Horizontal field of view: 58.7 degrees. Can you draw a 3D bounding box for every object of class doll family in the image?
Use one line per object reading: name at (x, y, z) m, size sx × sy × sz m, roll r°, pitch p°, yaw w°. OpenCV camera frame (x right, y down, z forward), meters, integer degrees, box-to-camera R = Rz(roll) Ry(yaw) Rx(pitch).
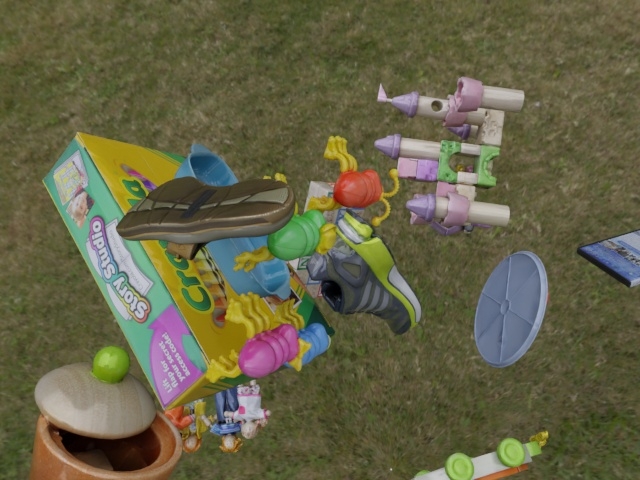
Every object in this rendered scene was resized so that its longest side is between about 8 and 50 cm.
doll family at (-0.236, 0.392, 1.274) m, size 0.262 × 0.118 × 0.163 m, roll -5°, pitch 75°, yaw -1°

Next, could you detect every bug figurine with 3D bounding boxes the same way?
bug figurine at (-0.013, 0.040, 0.571) m, size 0.072 × 0.216 × 0.279 m, roll 25°, pitch 109°, yaw 20°

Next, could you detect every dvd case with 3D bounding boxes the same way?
dvd case at (0.818, 0.035, 1.452) m, size 0.252 × 0.022 × 0.180 m, roll -15°, pitch 31°, yaw -15°

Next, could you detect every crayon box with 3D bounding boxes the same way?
crayon box at (-0.175, 0.031, 0.830) m, size 0.106 × 0.313 × 0.363 m, roll -42°, pitch 71°, yaw 19°

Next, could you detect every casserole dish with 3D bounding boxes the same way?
casserole dish at (-0.095, -0.013, 0.605) m, size 0.037 × 0.114 × 0.189 m, roll -31°, pitch 92°, yaw 14°

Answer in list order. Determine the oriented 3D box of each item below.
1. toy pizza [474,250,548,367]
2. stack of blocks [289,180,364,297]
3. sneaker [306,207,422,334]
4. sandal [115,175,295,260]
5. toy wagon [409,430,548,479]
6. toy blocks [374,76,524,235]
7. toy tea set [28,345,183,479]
toy pizza at (0.323, 0.116, 0.956) m, size 0.032 × 0.201 × 0.202 m, roll 18°, pitch 70°, yaw -11°
stack of blocks at (0.000, 0.000, 1.487) m, size 0.171 × 0.298 × 0.087 m, roll 0°, pitch 24°, yaw -35°
sneaker at (0.068, 0.073, 0.911) m, size 0.121 × 0.300 × 0.111 m, roll -37°, pitch 45°, yaw -1°
sandal at (-0.089, -0.012, 0.430) m, size 0.180 × 0.049 × 0.072 m, roll 2°, pitch 39°, yaw 36°
toy wagon at (0.355, 0.496, 1.248) m, size 0.344 × 0.267 × 0.068 m, roll -10°, pitch 63°, yaw -13°
toy blocks at (0.233, -0.163, 1.186) m, size 0.259 × 0.309 × 0.289 m, roll 7°, pitch 89°, yaw 0°
toy tea set at (-0.151, 0.097, 0.176) m, size 0.199 × 0.336 × 0.124 m, roll 22°, pitch 99°, yaw -2°
